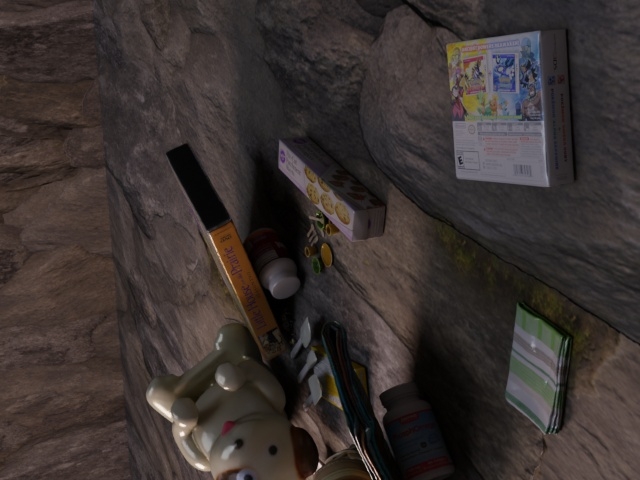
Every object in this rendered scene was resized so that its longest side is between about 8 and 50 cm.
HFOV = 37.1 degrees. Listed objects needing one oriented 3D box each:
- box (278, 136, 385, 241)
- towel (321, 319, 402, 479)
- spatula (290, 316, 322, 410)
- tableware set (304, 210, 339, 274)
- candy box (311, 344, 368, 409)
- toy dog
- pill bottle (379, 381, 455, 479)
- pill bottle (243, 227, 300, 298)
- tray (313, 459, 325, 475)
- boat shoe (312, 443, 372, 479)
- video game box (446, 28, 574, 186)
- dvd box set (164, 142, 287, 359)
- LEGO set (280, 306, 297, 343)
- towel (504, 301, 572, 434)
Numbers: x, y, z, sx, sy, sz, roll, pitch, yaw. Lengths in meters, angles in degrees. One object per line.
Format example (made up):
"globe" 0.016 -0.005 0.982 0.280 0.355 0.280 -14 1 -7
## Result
"box" 0.014 -0.100 1.736 0.324 0.063 0.067 -132 40 -51
"towel" 0.095 0.335 1.539 0.271 0.040 0.370 -108 -5 -58
"spatula" -0.032 0.273 2.000 0.242 0.019 0.168 116 141 -66
"tableware set" 0.000 0.000 1.859 0.104 0.024 0.154 70 154 20
"candy box" 0.037 0.278 1.884 0.206 0.027 0.105 -163 67 -65
"toy dog" -0.174 0.436 2.085 0.395 0.285 0.408 65 169 -22
"pill bottle" 0.154 0.318 1.562 0.160 0.087 0.087 69 154 21
"pill bottle" -0.102 0.050 2.032 0.086 0.086 0.152 102 148 -42
"tray" 0.030 0.606 2.034 0.145 0.030 0.270 -144 48 -59
"boat shoe" 0.046 0.418 1.659 0.341 0.122 0.110 61 -174 -63
"video game box" 0.238 -0.168 1.221 0.205 0.048 0.187 15 115 64
"dvd box set" -0.203 0.028 2.088 0.307 0.062 0.420 56 169 46
"LEGO set" -0.074 0.190 2.105 0.054 0.024 0.083 118 136 -55
"towel" 0.287 0.172 1.280 0.113 0.023 0.151 39 134 56
